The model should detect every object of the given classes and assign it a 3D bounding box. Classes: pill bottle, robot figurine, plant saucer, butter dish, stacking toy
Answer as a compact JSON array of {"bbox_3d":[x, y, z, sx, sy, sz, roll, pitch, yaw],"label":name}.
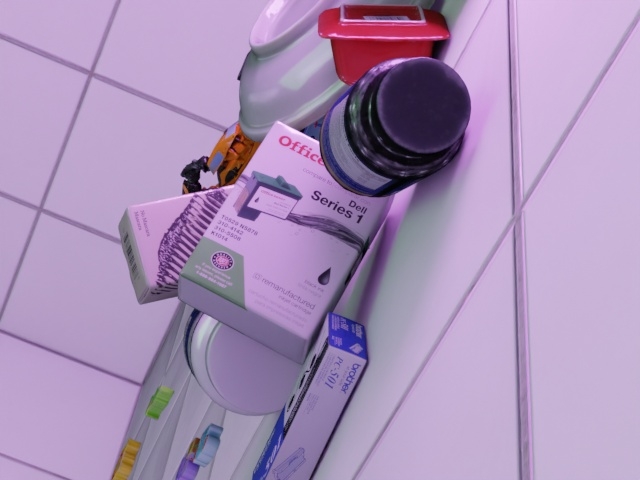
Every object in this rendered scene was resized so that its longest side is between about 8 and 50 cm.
[{"bbox_3d":[-0.084,0.131,1.698,0.265,0.153,0.153,-175,107,-81],"label":"pill bottle"},{"bbox_3d":[-0.126,-0.108,2.475,0.291,0.211,0.085,-52,19,39],"label":"robot figurine"},{"bbox_3d":[0.007,-0.317,1.978,0.400,0.100,0.400,-38,23,20],"label":"plant saucer"},{"bbox_3d":[0.076,-0.226,1.743,0.160,0.160,0.118,-88,0,-70],"label":"butter dish"},{"bbox_3d":[-0.151,0.267,1.716,0.221,0.167,0.052,124,166,-51],"label":"stacking toy"},{"bbox_3d":[0.077,-0.116,1.422,0.219,0.123,0.122,153,139,-77],"label":"pill bottle"}]

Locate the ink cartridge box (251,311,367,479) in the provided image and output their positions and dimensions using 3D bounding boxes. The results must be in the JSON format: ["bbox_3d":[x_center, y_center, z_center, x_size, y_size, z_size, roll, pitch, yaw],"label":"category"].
[{"bbox_3d":[-0.014,0.186,1.465,0.097,0.046,0.207,-88,22,-72],"label":"ink cartridge box"}]

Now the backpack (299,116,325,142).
[{"bbox_3d":[0.004,-0.158,2.025,0.173,0.117,0.158,-88,22,-69],"label":"backpack"}]

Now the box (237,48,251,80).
[{"bbox_3d":[-0.044,-0.281,2.450,0.231,0.183,0.056,-175,109,-81],"label":"box"}]

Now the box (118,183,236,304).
[{"bbox_3d":[-0.102,-0.008,1.736,0.094,0.275,0.113,133,121,-68],"label":"box"}]

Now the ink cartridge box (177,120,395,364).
[{"bbox_3d":[-0.035,0.000,1.548,0.219,0.160,0.092,-60,-7,-23],"label":"ink cartridge box"}]
